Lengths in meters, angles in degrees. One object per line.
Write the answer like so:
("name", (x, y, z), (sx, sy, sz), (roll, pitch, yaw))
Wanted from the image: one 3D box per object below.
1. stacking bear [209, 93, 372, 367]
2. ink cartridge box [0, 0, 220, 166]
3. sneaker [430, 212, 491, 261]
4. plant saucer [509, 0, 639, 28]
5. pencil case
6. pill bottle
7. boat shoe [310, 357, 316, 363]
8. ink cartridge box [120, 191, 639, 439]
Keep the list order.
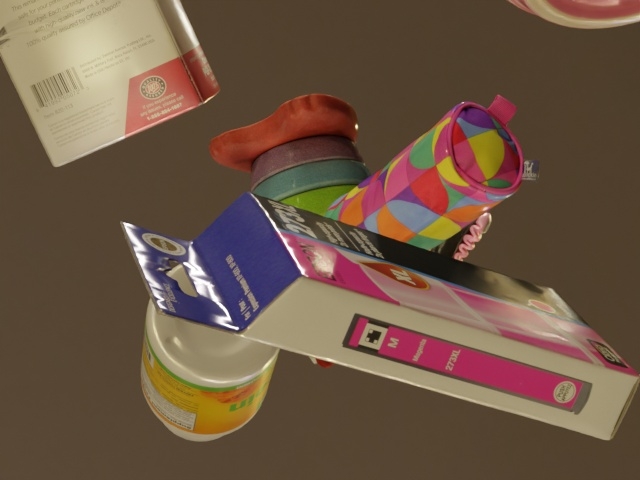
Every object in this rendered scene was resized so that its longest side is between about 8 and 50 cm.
("stacking bear", (0.000, 0.000, 1.951), (0.164, 0.175, 0.289), (10, -118, -54))
("ink cartridge box", (-0.274, -0.260, 1.981), (0.117, 0.207, 0.283), (-57, -55, -73))
("sneaker", (0.141, 0.006, 1.890), (0.057, 0.119, 0.047), (37, -178, 6))
("plant saucer", (0.342, -0.347, 1.893), (0.332, 0.332, 0.084), (34, -141, -52))
("pencil case", (0.096, -0.042, 1.556), (0.104, 0.236, 0.104), (16, -122, -29))
("pill bottle", (-0.116, 0.123, 1.715), (0.246, 0.136, 0.136), (108, 163, -64))
("boat shoe", (0.027, 0.143, 2.212), (0.100, 0.035, 0.035), (-12, -114, -34))
("ink cartridge box", (0.043, 0.046, 1.242), (0.371, 0.069, 0.176), (15, -163, -21))
